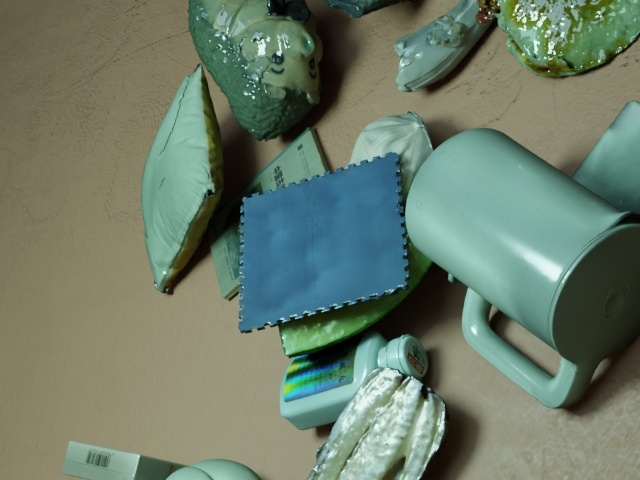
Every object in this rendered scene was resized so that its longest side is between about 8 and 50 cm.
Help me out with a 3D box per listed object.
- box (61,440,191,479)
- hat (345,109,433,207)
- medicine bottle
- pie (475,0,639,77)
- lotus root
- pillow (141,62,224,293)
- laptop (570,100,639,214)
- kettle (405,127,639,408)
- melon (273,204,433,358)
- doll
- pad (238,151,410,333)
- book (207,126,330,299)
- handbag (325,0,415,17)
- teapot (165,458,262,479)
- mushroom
[{"bbox_3d":[-0.312,0.379,1.958,0.201,0.141,0.058,-1,72,44],"label":"box"},{"bbox_3d":[0.062,-0.100,1.878,0.225,0.164,0.219,-19,43,-8],"label":"hat"},{"bbox_3d":[0.049,0.198,1.753,0.228,0.083,0.121,-22,37,36],"label":"medicine bottle"},{"bbox_3d":[0.384,-0.372,1.791,0.274,0.105,0.257,-45,56,18],"label":"pie"},{"bbox_3d":[0.069,0.339,1.650,0.167,0.078,0.329,37,98,36],"label":"lotus root"},{"bbox_3d":[-0.256,-0.111,2.192,0.310,0.119,0.312,119,149,-45],"label":"pillow"},{"bbox_3d":[0.444,-0.065,1.579,0.188,0.015,0.269,-53,40,6],"label":"laptop"},{"bbox_3d":[0.263,0.026,1.562,0.265,0.205,0.318,-52,43,2],"label":"kettle"},{"bbox_3d":[0.077,0.048,1.774,0.323,0.124,0.196,-31,15,9],"label":"melon"},{"bbox_3d":[-0.106,-0.352,2.153,0.247,0.247,0.350,-32,55,27],"label":"doll"},{"bbox_3d":[0.000,0.000,1.755,0.268,0.012,0.270,-15,48,17],"label":"pad"},{"bbox_3d":[-0.091,-0.048,2.104,0.282,0.025,0.215,-42,40,20],"label":"book"},{"bbox_3d":[0.054,-0.466,2.107,0.175,0.089,0.270,-24,38,-24],"label":"handbag"},{"bbox_3d":[-0.148,0.445,1.743,0.318,0.149,0.220,25,85,51],"label":"teapot"},{"bbox_3d":[0.219,-0.351,1.940,0.278,0.099,0.096,-47,54,6],"label":"mushroom"}]
